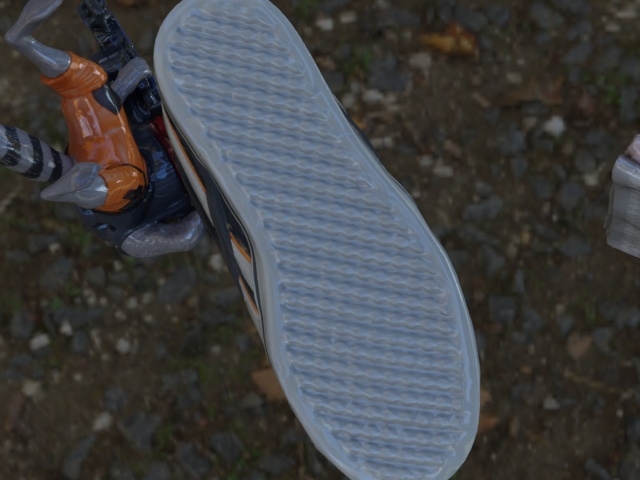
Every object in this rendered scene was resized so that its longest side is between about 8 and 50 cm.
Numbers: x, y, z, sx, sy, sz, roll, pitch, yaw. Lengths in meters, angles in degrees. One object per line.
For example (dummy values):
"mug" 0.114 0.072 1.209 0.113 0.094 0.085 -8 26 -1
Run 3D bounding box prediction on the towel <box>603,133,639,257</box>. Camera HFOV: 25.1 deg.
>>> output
"towel" 0.440 0.029 1.500 0.317 0.332 0.053 33 84 15

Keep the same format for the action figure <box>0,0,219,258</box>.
"action figure" -0.228 -0.105 1.423 0.178 0.330 0.341 -32 65 0

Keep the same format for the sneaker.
"sneaker" 0.000 0.000 0.888 0.126 0.127 0.321 -24 89 -5
